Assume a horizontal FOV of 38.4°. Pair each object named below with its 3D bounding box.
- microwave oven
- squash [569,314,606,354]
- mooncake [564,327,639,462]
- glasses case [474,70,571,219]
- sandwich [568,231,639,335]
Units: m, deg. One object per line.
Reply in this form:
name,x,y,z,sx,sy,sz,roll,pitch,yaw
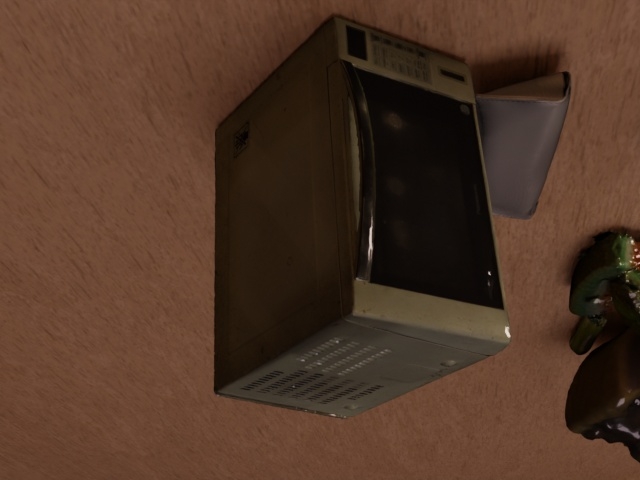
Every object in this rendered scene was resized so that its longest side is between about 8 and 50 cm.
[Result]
microwave oven,0.045,-0.017,1.148,0.247,0.394,0.333,16,146,-32
squash,0.570,0.194,1.965,0.052,0.052,0.183,-3,150,0
mooncake,0.736,0.371,1.948,0.393,0.394,0.246,-19,163,-27
glasses case,0.264,-0.136,1.286,0.128,0.083,0.308,1,152,3
sandwich,0.612,0.104,1.687,0.301,0.162,0.250,3,155,-7
